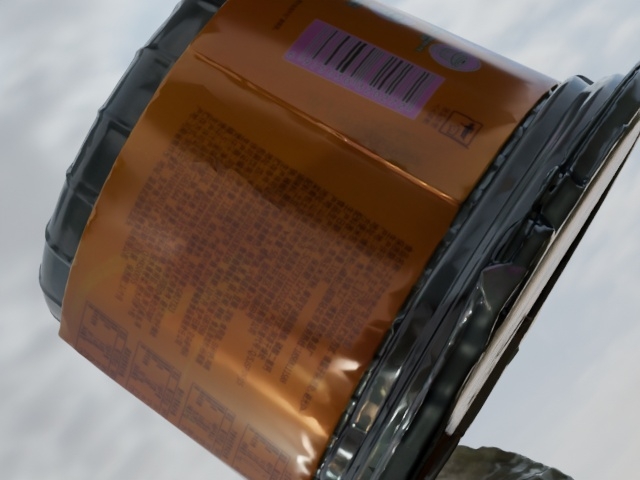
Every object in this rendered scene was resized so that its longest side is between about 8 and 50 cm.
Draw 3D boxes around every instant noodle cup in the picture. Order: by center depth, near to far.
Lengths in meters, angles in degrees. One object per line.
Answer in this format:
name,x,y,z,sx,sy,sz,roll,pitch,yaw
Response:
instant noodle cup,0.000,0.000,0.504,0.177,0.125,0.208,-55,-10,-24

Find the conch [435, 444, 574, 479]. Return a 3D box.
conch,0.060,0.161,0.580,0.155,0.207,0.130,-16,-39,31
